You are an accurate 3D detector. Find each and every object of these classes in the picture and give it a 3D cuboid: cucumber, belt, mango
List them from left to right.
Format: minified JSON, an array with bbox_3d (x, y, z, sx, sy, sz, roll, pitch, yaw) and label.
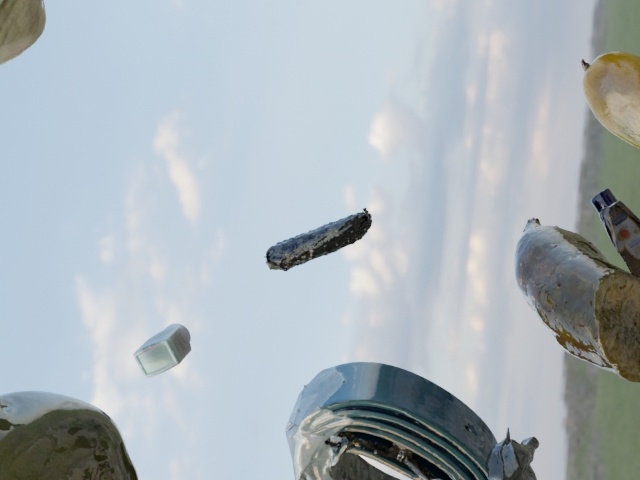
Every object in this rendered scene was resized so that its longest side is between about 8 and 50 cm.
[{"bbox_3d":[0.000,0.000,1.950,0.053,0.181,0.053,60,-166,-25],"label":"cucumber"},{"bbox_3d":[0.142,0.414,2.336,0.300,0.436,0.173,-53,8,25],"label":"belt"},{"bbox_3d":[0.420,-0.182,1.669,0.101,0.187,0.066,-48,-14,31],"label":"mango"}]

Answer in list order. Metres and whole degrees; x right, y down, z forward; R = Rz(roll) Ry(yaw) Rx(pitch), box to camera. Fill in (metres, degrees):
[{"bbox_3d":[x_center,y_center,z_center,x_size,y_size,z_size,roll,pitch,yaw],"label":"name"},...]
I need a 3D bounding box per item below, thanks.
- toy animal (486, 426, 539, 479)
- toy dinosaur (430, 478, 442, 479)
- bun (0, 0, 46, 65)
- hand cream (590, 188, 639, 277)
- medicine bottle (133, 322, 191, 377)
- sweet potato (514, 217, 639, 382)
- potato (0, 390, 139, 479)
[{"bbox_3d":[0.334,0.439,2.090,0.245,0.114,0.146,63,-158,-2],"label":"toy animal"},{"bbox_3d":[0.128,0.452,1.698,0.162,0.077,0.294,-34,-34,-38],"label":"toy dinosaur"},{"bbox_3d":[-0.475,-0.323,1.623,0.116,0.237,0.210,-5,68,57],"label":"bun"},{"bbox_3d":[0.466,-0.003,1.883,0.163,0.062,0.039,57,170,9],"label":"hand cream"},{"bbox_3d":[-0.265,0.185,2.153,0.055,0.074,0.118,62,-162,-7],"label":"medicine bottle"},{"bbox_3d":[0.376,0.076,1.846,0.369,0.158,0.158,-132,38,-61],"label":"sweet potato"},{"bbox_3d":[-0.406,0.335,1.762,0.326,0.221,0.243,14,-94,-33],"label":"potato"}]
